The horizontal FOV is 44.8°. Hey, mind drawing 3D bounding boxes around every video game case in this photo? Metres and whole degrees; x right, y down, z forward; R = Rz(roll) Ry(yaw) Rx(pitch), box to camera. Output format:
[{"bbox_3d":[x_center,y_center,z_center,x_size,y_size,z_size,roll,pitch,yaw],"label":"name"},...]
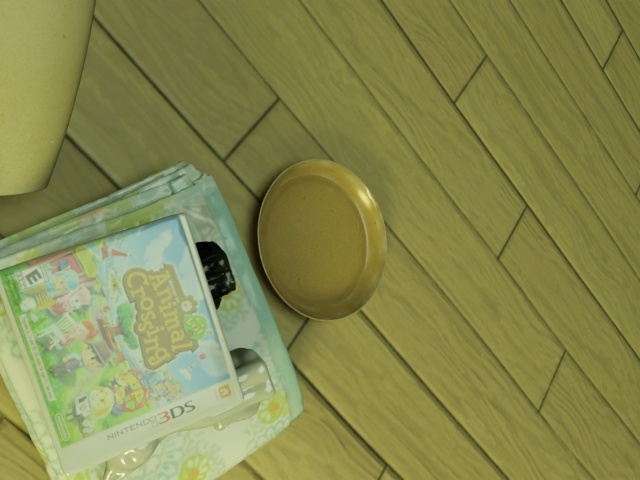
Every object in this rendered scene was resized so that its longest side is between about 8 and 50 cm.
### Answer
[{"bbox_3d":[-0.196,0.100,0.781,0.193,0.023,0.212,-20,98,-23],"label":"video game case"}]

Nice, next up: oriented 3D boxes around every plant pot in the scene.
[{"bbox_3d":[-0.346,-0.188,0.782,0.256,0.256,0.274,-8,105,-38],"label":"plant pot"},{"bbox_3d":[0.000,0.000,1.132,0.236,0.032,0.236,7,79,-38],"label":"plant pot"}]

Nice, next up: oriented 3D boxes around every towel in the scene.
[{"bbox_3d":[-0.207,0.126,0.923,0.320,0.090,0.374,-28,101,-34],"label":"towel"}]

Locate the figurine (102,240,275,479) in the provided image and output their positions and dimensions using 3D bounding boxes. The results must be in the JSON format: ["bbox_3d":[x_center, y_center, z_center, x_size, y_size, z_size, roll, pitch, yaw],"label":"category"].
[{"bbox_3d":[-0.178,0.135,0.845,0.209,0.092,0.215,-23,99,-26],"label":"figurine"}]
